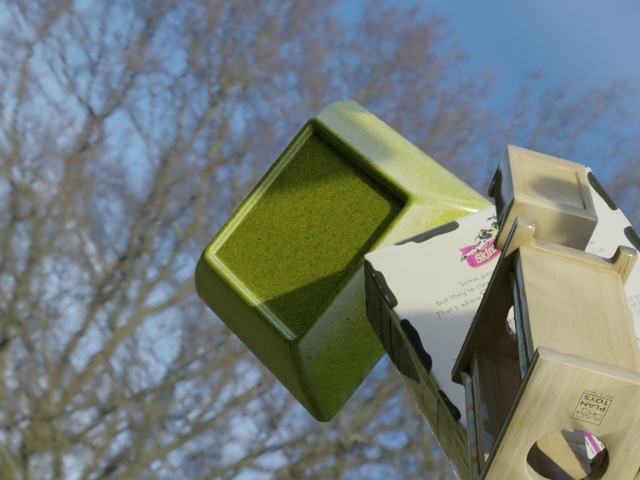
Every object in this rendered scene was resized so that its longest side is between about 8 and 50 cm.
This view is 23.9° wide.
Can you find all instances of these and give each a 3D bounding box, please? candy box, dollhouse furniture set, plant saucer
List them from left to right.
[{"bbox_3d":[0.000,0.000,1.057,0.045,0.188,0.188,36,4,-45],"label":"plant saucer"},{"bbox_3d":[0.143,0.083,0.878,0.071,0.159,0.233,86,-20,-54],"label":"candy box"},{"bbox_3d":[0.148,0.061,0.688,0.182,0.160,0.101,-85,-168,-59],"label":"dollhouse furniture set"}]
